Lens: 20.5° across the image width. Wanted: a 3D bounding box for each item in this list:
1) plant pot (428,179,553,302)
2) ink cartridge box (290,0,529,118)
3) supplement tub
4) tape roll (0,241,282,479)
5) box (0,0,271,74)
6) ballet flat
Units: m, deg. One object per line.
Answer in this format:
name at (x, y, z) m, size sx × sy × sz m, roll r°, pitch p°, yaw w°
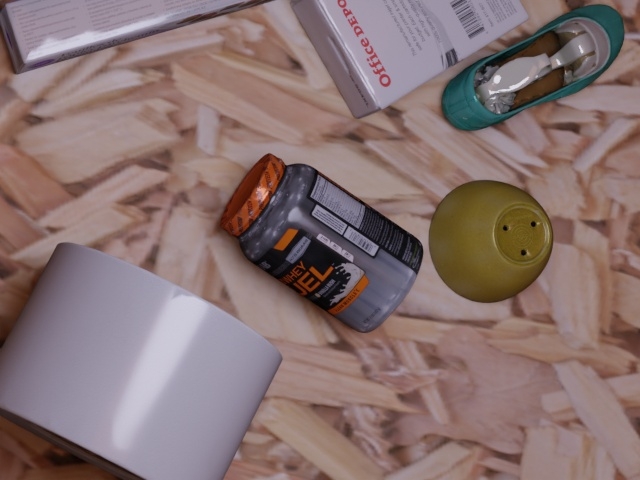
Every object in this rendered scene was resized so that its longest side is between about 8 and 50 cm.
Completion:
plant pot at (0.194, -0.003, 1.878) m, size 0.134 × 0.095 × 0.134 m, roll 1°, pitch 85°, yaw -18°
ink cartridge box at (0.093, -0.243, 1.868) m, size 0.203 × 0.086 × 0.148 m, roll -32°, pitch 95°, yaw -17°
supplement tub at (0.000, 0.000, 1.803) m, size 0.190 × 0.117 × 0.117 m, roll 33°, pitch 77°, yaw -13°
tape roll at (-0.179, 0.130, 1.667) m, size 0.246 × 0.246 × 0.169 m, roll 29°, pitch 78°, yaw -14°
box at (-0.163, -0.246, 1.796) m, size 0.324 × 0.063 × 0.067 m, roll -20°, pitch 91°, yaw -19°
ballet flat at (0.247, -0.189, 1.915) m, size 0.247 × 0.087 × 0.083 m, roll -28°, pitch 95°, yaw -18°
